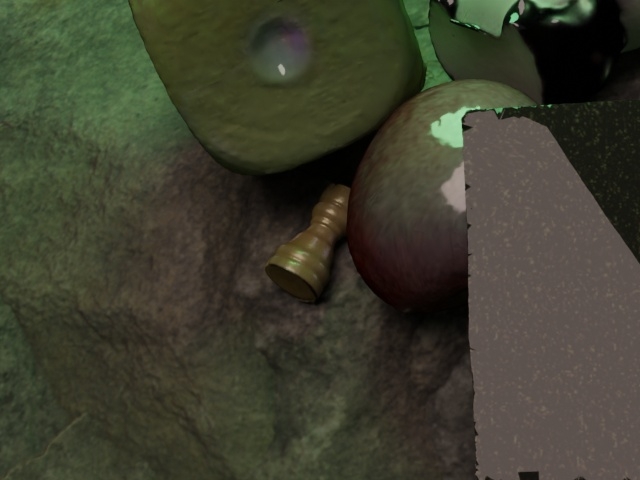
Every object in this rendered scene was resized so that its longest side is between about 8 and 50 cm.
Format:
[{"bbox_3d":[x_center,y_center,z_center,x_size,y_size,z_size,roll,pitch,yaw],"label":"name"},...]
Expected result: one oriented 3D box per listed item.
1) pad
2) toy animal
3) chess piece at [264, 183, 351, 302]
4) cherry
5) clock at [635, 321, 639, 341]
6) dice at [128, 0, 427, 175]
[{"bbox_3d":[0.229,0.036,0.904,0.220,0.004,0.330,-2,71,8],"label":"pad"},{"bbox_3d":[0.251,-0.255,1.142,0.212,0.212,0.267,36,77,33],"label":"toy animal"},{"bbox_3d":[0.000,0.000,1.177,0.066,0.066,0.122,22,64,29],"label":"chess piece"},{"bbox_3d":[0.136,-0.048,1.055,0.239,0.206,0.239,-1,89,28],"label":"cherry"},{"bbox_3d":[0.347,0.068,0.956,0.202,0.143,0.096,-40,63,-7],"label":"clock"},{"bbox_3d":[-0.040,-0.233,1.167,0.254,0.252,0.250,-22,25,10],"label":"dice"}]
